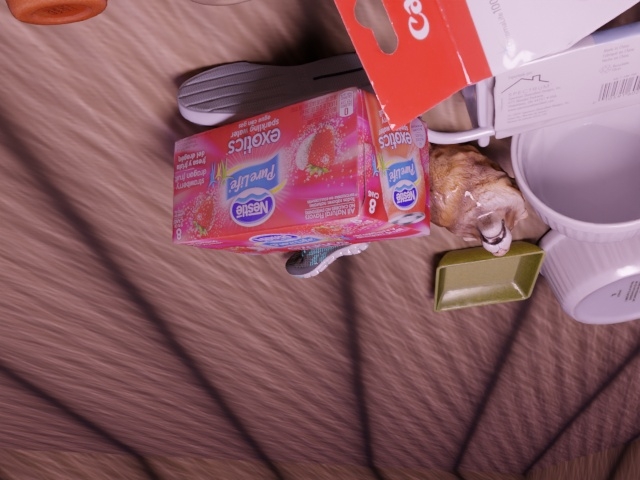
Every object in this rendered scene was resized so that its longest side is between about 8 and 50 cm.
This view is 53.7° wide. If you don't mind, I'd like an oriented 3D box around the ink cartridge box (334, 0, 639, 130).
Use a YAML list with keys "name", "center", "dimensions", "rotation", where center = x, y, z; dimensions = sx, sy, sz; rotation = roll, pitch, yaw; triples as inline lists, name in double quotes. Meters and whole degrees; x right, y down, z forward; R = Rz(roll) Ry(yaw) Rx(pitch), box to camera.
- name: "ink cartridge box"
  center: [0.123, -0.218, 0.474]
  dimensions: [0.232, 0.066, 0.189]
  rotation: [-35, 113, -17]

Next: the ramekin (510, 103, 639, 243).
- name: "ramekin"
  center: [0.341, -0.094, 0.769]
  dimensions: [0.207, 0.207, 0.109]
  rotation: [-16, 157, 15]

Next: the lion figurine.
- name: "lion figurine"
  center: [0.064, -0.057, 0.853]
  dimensions: [0.391, 0.142, 0.240]
  rotation: [-3, 161, 28]

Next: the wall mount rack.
- name: "wall mount rack"
  center: [0.241, -0.227, 0.608]
  dimensions: [0.349, 0.131, 0.304]
  rotation: [-13, 152, 9]

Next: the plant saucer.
- name: "plant saucer"
  center: [0.298, 0.061, 1.156]
  dimensions: [0.188, 0.045, 0.188]
  rotation: [-8, 149, 3]

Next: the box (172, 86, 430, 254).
- name: "box"
  center: [-0.026, -0.058, 0.660]
  dimensions: [0.256, 0.123, 0.128]
  rotation: [-7, 169, 38]

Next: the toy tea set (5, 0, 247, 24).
- name: "toy tea set"
  center: [-0.116, -0.262, 0.487]
  dimensions: [0.335, 0.125, 0.200]
  rotation: [-15, -172, -23]

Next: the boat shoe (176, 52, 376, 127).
- name: "boat shoe"
  center: [-0.042, -0.148, 0.706]
  dimensions: [0.226, 0.083, 0.076]
  rotation: [-6, 148, -3]

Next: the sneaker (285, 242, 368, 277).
- name: "sneaker"
  center: [0.000, 0.000, 0.996]
  dimensions: [0.166, 0.065, 0.076]
  rotation: [-30, 126, 28]

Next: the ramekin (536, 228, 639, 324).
- name: "ramekin"
  center: [0.523, 0.046, 1.099]
  dimensions: [0.272, 0.127, 0.273]
  rotation: [-5, 149, -3]
